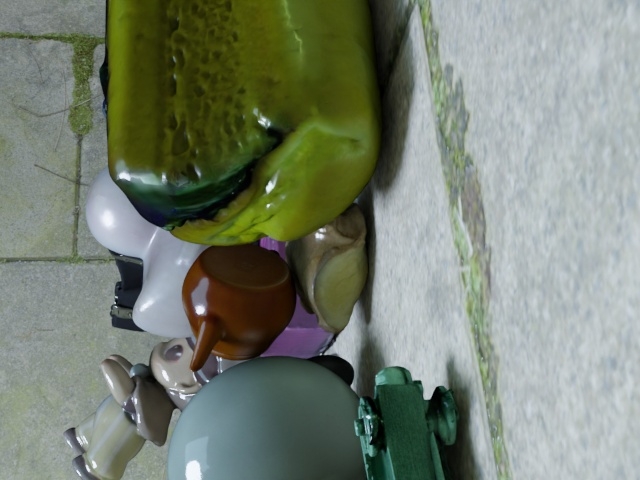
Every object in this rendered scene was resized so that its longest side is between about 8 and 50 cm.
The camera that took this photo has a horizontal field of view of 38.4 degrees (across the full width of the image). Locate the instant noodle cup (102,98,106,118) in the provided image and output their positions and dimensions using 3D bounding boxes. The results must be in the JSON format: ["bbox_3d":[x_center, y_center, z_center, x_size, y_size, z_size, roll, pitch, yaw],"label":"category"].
[{"bbox_3d":[-0.154,-0.302,1.347,0.284,0.284,0.312,110,166,-65],"label":"instant noodle cup"}]

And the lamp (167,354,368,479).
[{"bbox_3d":[-0.037,0.220,0.828,0.197,0.198,0.243,98,159,-43],"label":"lamp"}]

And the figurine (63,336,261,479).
[{"bbox_3d":[-0.183,0.204,1.300,0.203,0.381,0.248,56,174,-5],"label":"figurine"}]

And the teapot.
[{"bbox_3d":[-0.079,0.066,0.893,0.173,0.116,0.116,-46,-35,-58],"label":"teapot"}]

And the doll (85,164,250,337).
[{"bbox_3d":[-0.200,-0.005,1.164,0.221,0.221,0.250,106,172,-61],"label":"doll"}]

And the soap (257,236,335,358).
[{"bbox_3d":[-0.033,0.001,1.101,0.181,0.081,0.259,118,150,-71],"label":"soap"}]

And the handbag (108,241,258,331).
[{"bbox_3d":[-0.197,0.050,1.469,0.342,0.288,0.152,101,161,-51],"label":"handbag"}]

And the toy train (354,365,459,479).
[{"bbox_3d":[0.062,0.169,0.596,0.099,0.070,0.172,90,173,-53],"label":"toy train"}]

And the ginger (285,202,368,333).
[{"bbox_3d":[-0.001,0.005,0.937,0.213,0.074,0.137,-118,42,-62],"label":"ginger"}]

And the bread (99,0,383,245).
[{"bbox_3d":[-0.067,-0.170,0.851,0.208,0.251,0.376,46,-148,-53],"label":"bread"}]
